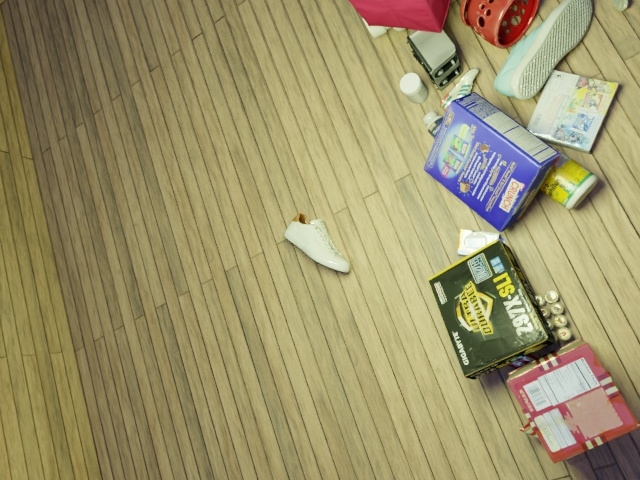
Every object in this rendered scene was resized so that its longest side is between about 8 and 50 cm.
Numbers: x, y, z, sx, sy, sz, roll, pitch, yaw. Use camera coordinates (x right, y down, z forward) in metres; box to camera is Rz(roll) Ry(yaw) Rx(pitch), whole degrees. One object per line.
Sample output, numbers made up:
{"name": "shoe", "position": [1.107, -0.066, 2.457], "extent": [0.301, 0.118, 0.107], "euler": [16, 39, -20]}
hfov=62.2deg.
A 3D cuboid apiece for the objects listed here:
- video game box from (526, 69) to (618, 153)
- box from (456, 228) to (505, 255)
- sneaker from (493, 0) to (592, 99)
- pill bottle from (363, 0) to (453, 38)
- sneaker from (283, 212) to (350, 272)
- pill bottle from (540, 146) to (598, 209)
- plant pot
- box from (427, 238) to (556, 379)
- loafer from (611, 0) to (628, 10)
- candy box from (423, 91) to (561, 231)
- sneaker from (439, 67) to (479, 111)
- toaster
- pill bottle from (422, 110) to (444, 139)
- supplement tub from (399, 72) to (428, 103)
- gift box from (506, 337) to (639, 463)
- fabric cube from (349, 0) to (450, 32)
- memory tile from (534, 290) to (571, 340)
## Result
{"name": "video game box", "position": [0.730, -0.377, 1.547], "extent": [0.187, 0.048, 0.205], "euler": [25, 95, 30]}
{"name": "box", "position": [0.491, 0.013, 1.627], "extent": [0.136, 0.028, 0.081], "euler": [8, 87, 29]}
{"name": "sneaker", "position": [0.645, -0.585, 1.575], "extent": [0.366, 0.135, 0.150], "euler": [-49, 35, -3]}
{"name": "pill bottle", "position": [0.292, -0.806, 1.747], "extent": [0.318, 0.176, 0.177], "euler": [-24, 73, 22]}
{"name": "sneaker", "position": [0.000, 0.000, 1.827], "extent": [0.290, 0.105, 0.123], "euler": [35, 102, 27]}
{"name": "pill bottle", "position": [0.667, -0.193, 1.516], "extent": [0.208, 0.117, 0.118], "euler": [44, 103, 23]}
{"name": "plant pot", "position": [0.534, -0.706, 1.612], "extent": [0.174, 0.191, 0.191], "euler": [43, 102, 31]}
{"name": "box", "position": [0.475, 0.195, 1.515], "extent": [0.257, 0.079, 0.322], "euler": [-33, 52, 27]}
{"name": "loafer", "position": [0.861, -0.720, 1.531], "extent": [0.045, 0.039, 0.125], "euler": [-37, 68, 55]}
{"name": "candy box", "position": [0.481, -0.225, 1.532], "extent": [0.317, 0.122, 0.268], "euler": [47, 147, 25]}
{"name": "sneaker", "position": [0.460, -0.472, 1.697], "extent": [0.075, 0.057, 0.161], "euler": [44, 102, 7]}
{"name": "toaster", "position": [0.364, -0.595, 1.693], "extent": [0.110, 0.168, 0.186], "euler": [-34, 71, 16]}
{"name": "pill bottle", "position": [0.385, -0.358, 1.705], "extent": [0.067, 0.067, 0.120], "euler": [-42, 68, 16]}
{"name": "supplement tub", "position": [0.308, -0.497, 1.738], "extent": [0.070, 0.107, 0.071], "euler": [-4, 81, 26]}
{"name": "gift box", "position": [0.621, 0.404, 1.382], "extent": [0.276, 0.258, 0.255], "euler": [-27, 72, 17]}
{"name": "fabric cube", "position": [0.236, -0.784, 1.532], "extent": [0.258, 0.258, 0.255], "euler": [16, 94, 25]}
{"name": "memory tile", "position": [0.641, 0.223, 1.515], "extent": [0.113, 0.012, 0.148], "euler": [-20, 61, 23]}
